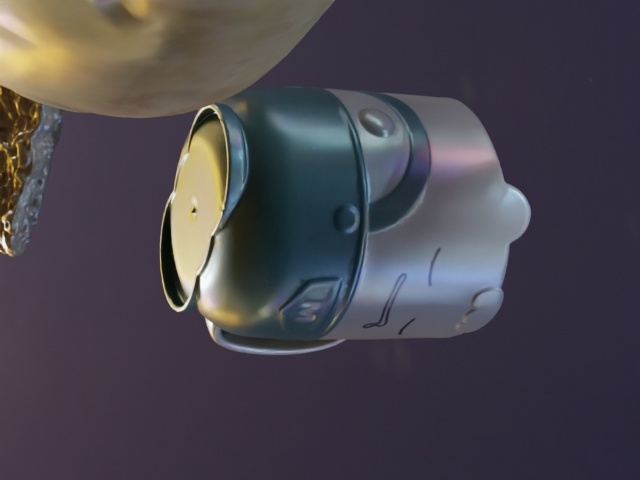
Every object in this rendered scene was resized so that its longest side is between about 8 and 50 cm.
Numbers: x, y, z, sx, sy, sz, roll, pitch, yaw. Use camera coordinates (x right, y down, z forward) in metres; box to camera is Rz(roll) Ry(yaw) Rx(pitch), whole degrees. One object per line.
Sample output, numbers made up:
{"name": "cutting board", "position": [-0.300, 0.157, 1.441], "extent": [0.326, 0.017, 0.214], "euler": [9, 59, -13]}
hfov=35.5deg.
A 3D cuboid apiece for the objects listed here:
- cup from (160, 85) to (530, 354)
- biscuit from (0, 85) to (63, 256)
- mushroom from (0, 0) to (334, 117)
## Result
{"name": "cup", "position": [0.000, 0.000, 0.883], "extent": [0.289, 0.258, 0.219], "euler": [117, -35, -42]}
{"name": "biscuit", "position": [-0.249, -0.122, 0.812], "extent": [0.133, 0.032, 0.250], "euler": [24, -80, 35]}
{"name": "mushroom", "position": [-0.072, -0.216, 0.433], "extent": [0.353, 0.353, 0.325], "euler": [-44, -138, 15]}
